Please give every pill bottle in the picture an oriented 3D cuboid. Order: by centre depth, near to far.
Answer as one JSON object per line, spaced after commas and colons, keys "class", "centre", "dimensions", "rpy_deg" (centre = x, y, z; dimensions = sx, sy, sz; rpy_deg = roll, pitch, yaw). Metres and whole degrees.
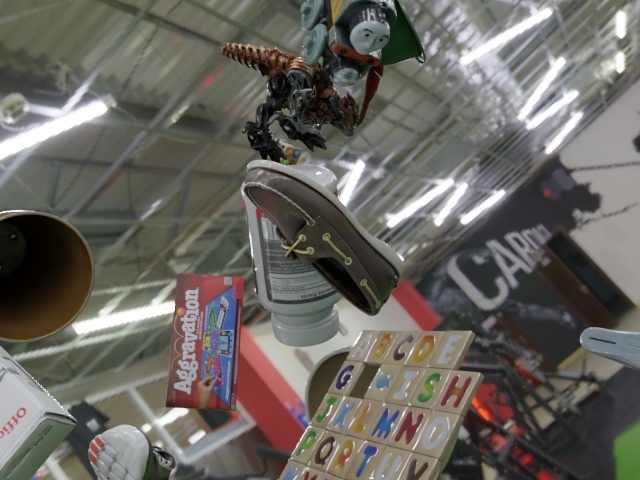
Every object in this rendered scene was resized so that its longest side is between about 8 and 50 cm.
{"class": "pill bottle", "centre": [-0.043, 0.031, 1.499], "dimensions": [0.176, 0.176, 0.318], "rpy_deg": [-29, -58, -44]}

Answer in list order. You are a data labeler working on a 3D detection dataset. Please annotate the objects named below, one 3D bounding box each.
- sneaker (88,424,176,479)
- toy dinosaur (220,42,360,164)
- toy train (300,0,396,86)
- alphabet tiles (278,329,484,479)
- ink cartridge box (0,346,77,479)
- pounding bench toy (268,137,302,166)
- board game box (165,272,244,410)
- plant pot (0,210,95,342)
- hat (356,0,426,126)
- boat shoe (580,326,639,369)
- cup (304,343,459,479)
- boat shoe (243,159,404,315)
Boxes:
{"class": "sneaker", "centre": [-0.158, 0.194, 0.694], "dimensions": [0.065, 0.061, 0.158], "rpy_deg": [-33, -21, -36]}
{"class": "toy dinosaur", "centre": [-0.059, -0.275, 1.537], "dimensions": [0.164, 0.322, 0.218], "rpy_deg": [144, 141, -62]}
{"class": "toy train", "centre": [0.055, -0.445, 1.464], "dimensions": [0.142, 0.334, 0.190], "rpy_deg": [14, -37, -24]}
{"class": "alphabet tiles", "centre": [0.051, 0.167, 0.737], "dimensions": [0.198, 0.009, 0.237], "rpy_deg": [-58, 19, -19]}
{"class": "ink cartridge box", "centre": [-0.471, 0.240, 1.102], "dimensions": [0.158, 0.218, 0.092], "rpy_deg": [-51, -24, -9]}
{"class": "pounding bench toy", "centre": [-0.093, -0.194, 1.779], "dimensions": [0.083, 0.065, 0.052], "rpy_deg": [5, -68, -50]}
{"class": "board game box", "centre": [-0.240, 0.210, 1.674], "dimensions": [0.145, 0.281, 0.027], "rpy_deg": [4, -17, -7]}
{"class": "plant pot", "centre": [-0.580, 0.039, 1.499], "dimensions": [0.237, 0.237, 0.254], "rpy_deg": [-36, 30, -21]}
{"class": "hat", "centre": [0.096, -0.383, 1.608], "dimensions": [0.183, 0.208, 0.173], "rpy_deg": [-28, -11, 4]}
{"class": "boat shoe", "centre": [0.684, 0.236, 1.736], "dimensions": [0.076, 0.226, 0.083], "rpy_deg": [29, -99, -56]}
{"class": "cup", "centre": [0.168, 0.342, 1.676], "dimensions": [0.237, 0.331, 0.331], "rpy_deg": [-22, -22, -48]}
{"class": "boat shoe", "centre": [0.000, 0.000, 1.232], "dimensions": [0.116, 0.324, 0.097], "rpy_deg": [-2, 55, 51]}
